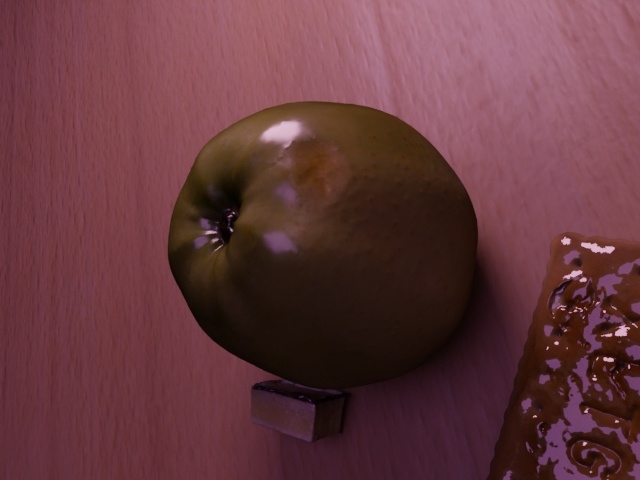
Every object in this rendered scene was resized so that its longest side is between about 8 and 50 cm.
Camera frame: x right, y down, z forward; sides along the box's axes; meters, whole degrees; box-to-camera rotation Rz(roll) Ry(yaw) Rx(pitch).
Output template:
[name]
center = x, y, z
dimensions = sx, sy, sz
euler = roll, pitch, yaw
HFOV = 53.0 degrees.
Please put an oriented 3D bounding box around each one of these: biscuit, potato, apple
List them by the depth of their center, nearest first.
[biscuit]
center = 0.303, 0.157, 0.661
dimensions = 0.217, 0.044, 0.324
euler = 14, 84, 39
[apple]
center = 0.000, 0.000, 0.756
dimensions = 0.357, 0.357, 0.357
euler = -12, 68, 32
[potato]
center = -0.032, 0.222, 0.852
dimensions = 0.122, 0.086, 0.061
euler = 2, 86, 38
